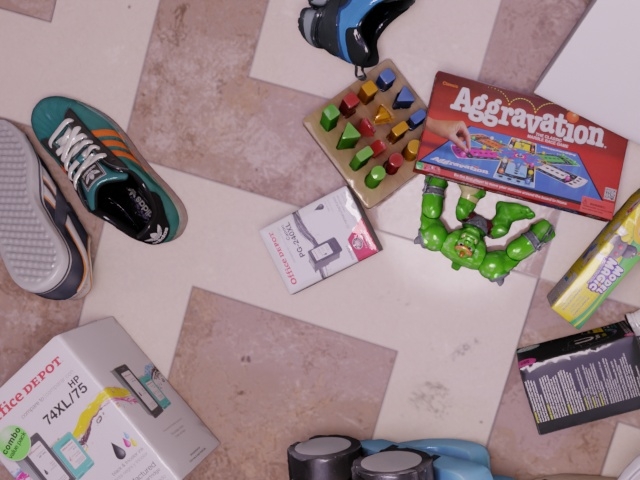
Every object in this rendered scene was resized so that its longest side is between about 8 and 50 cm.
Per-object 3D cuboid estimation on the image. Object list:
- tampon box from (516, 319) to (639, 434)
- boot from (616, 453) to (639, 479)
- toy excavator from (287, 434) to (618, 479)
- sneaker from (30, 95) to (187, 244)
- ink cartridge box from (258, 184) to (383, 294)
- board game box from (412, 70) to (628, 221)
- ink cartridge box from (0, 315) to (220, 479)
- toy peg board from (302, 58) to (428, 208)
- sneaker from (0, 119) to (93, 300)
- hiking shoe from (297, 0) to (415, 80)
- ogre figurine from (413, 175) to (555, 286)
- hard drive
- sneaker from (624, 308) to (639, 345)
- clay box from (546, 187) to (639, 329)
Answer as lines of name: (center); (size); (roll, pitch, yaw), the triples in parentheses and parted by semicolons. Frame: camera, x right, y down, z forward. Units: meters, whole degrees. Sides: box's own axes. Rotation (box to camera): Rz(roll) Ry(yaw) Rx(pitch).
tampon box: (0.363, 0.187, 1.272); (0.160, 0.120, 0.102); (-17, 91, 11)
boot: (0.392, 0.372, 1.109); (0.095, 0.123, 0.258); (34, 87, -10)
toy excavator: (0.235, 0.368, 1.274); (0.432, 0.445, 0.223); (-1, 96, 52)
sneaker: (-0.330, -0.111, 1.379); (0.302, 0.121, 0.108); (42, 100, 5)
ink cartridge box: (0.000, 0.000, 1.355); (0.150, 0.063, 0.109); (-27, 89, 11)
board game box: (0.280, -0.130, 1.270); (0.281, 0.027, 0.145); (14, 81, -2)
ink cartridge box: (-0.330, 0.285, 1.367); (0.198, 0.197, 0.270); (-43, 85, 10)
toy peg board: (0.086, -0.158, 1.297); (0.160, 0.079, 0.161); (-36, 87, -8)
sneaker: (-0.448, -0.037, 1.415); (0.126, 0.127, 0.321); (-31, 63, 5)
hiking shoe: (0.097, -0.383, 1.279); (0.132, 0.113, 0.304); (38, 110, 24)
ogre figurine: (0.222, -0.015, 1.303); (0.197, 0.097, 0.118); (29, 81, -10)
hard drive: (0.468, -0.202, 1.182); (0.318, 0.040, 0.210); (26, 139, -1)
sneaker: (0.472, 0.144, 1.291); (0.043, 0.040, 0.109); (-27, 89, 9)
clay box: (0.400, 0.014, 1.250); (0.053, 0.127, 0.222); (40, 100, 6)
